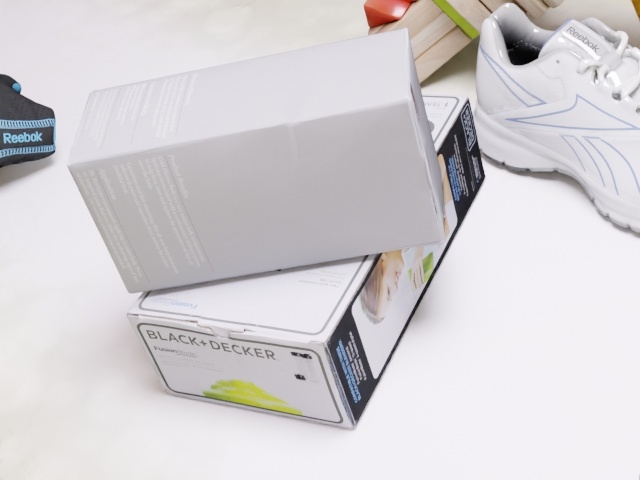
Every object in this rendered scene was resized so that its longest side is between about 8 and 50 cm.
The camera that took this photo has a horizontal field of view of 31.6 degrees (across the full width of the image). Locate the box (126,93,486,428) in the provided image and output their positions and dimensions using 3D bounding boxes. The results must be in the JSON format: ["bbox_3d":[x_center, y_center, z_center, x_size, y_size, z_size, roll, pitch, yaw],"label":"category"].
[{"bbox_3d":[0.000,0.000,0.881,0.169,0.087,0.290,5,42,28],"label":"box"}]

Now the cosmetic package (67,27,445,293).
[{"bbox_3d":[-0.039,-0.053,0.787,0.238,0.127,0.107,-10,38,7],"label":"cosmetic package"}]

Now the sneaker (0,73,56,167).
[{"bbox_3d":[-0.403,-0.136,1.230,0.139,0.125,0.341,-7,25,-34],"label":"sneaker"}]

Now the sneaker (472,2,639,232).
[{"bbox_3d":[0.225,-0.099,0.878,0.111,0.129,0.297,-38,42,-27],"label":"sneaker"}]

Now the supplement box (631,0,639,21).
[{"bbox_3d":[0.390,-0.236,0.939,0.194,0.129,0.191,-43,41,-4],"label":"supplement box"}]

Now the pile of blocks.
[{"bbox_3d":[0.156,-0.264,1.003,0.362,0.112,0.149,-20,38,51],"label":"pile of blocks"}]

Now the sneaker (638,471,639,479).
[{"bbox_3d":[0.261,0.130,0.510,0.262,0.121,0.099,-17,39,47],"label":"sneaker"}]
